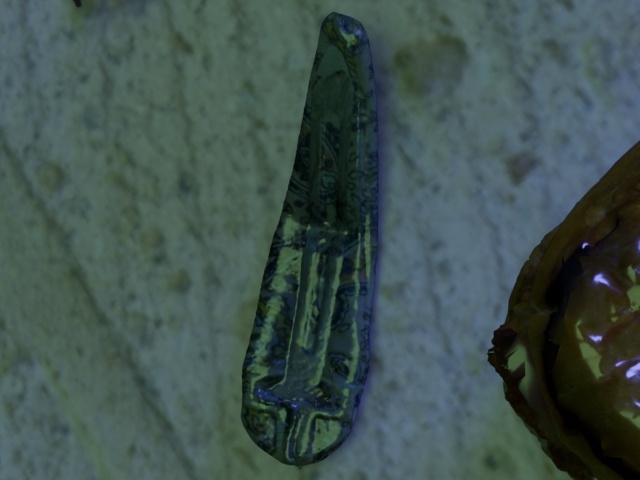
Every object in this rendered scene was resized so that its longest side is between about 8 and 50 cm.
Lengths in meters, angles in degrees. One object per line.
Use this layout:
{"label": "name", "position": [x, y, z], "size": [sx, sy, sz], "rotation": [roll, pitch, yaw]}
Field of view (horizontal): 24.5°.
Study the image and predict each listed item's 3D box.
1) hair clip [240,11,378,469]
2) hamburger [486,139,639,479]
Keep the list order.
{"label": "hair clip", "position": [0.001, 0.000, 0.749], "size": [0.066, 0.036, 0.229], "rotation": [10, 96, 24]}
{"label": "hamburger", "position": [0.182, 0.039, 0.637], "size": [0.206, 0.130, 0.183], "rotation": [-44, 76, 9]}
